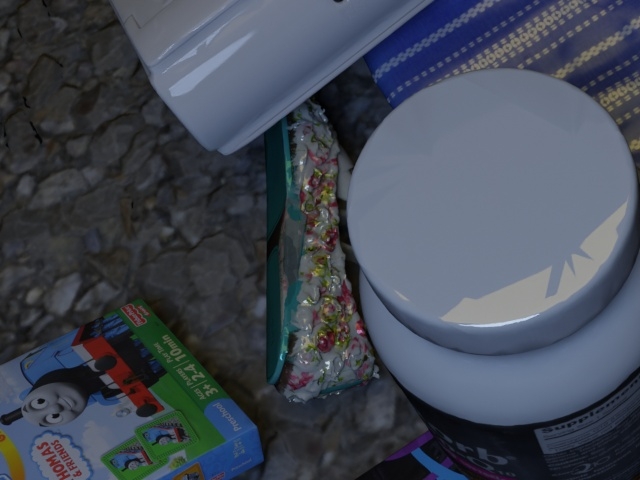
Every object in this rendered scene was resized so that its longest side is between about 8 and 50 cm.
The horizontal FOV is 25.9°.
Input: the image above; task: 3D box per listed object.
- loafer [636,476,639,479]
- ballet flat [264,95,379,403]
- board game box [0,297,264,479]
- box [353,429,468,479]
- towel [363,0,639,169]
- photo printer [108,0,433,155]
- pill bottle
[{"bbox_3d":[0.300,0.099,0.780,0.302,0.109,0.095,-35,68,-10],"label":"loafer"},{"bbox_3d":[0.000,0.000,0.959,0.077,0.091,0.241,5,64,-14],"label":"ballet flat"},{"bbox_3d":[-0.168,0.133,0.894,0.211,0.039,0.160,-27,43,-22],"label":"board game box"},{"bbox_3d":[0.097,0.164,0.854,0.162,0.029,0.116,-34,57,-2],"label":"box"},{"bbox_3d":[0.190,-0.083,0.909,0.243,0.040,0.336,-33,67,9],"label":"towel"},{"bbox_3d":[-0.003,-0.221,0.984,0.307,0.107,0.256,-38,32,3],"label":"photo printer"},{"bbox_3d":[0.110,0.036,0.735,0.162,0.278,0.162,-7,64,14],"label":"pill bottle"}]
